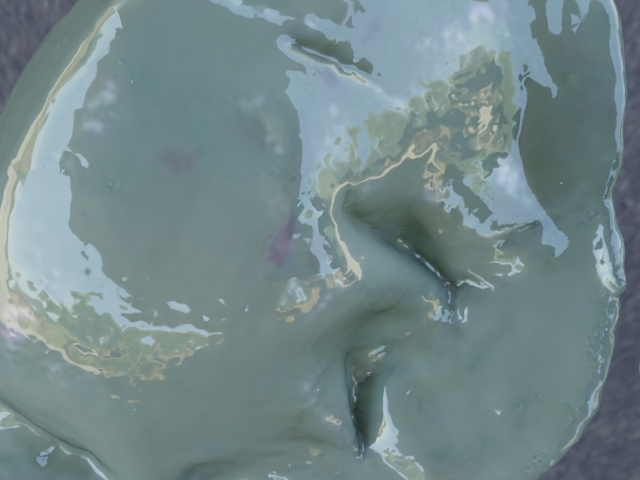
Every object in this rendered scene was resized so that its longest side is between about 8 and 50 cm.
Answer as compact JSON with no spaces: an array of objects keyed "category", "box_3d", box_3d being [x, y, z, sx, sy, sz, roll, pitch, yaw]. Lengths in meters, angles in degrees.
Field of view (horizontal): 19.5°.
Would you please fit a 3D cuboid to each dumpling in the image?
[{"category":"dumpling","box_3d":[-0.018,-0.021,0.813,0.270,0.320,0.212,9,39,-20]}]
